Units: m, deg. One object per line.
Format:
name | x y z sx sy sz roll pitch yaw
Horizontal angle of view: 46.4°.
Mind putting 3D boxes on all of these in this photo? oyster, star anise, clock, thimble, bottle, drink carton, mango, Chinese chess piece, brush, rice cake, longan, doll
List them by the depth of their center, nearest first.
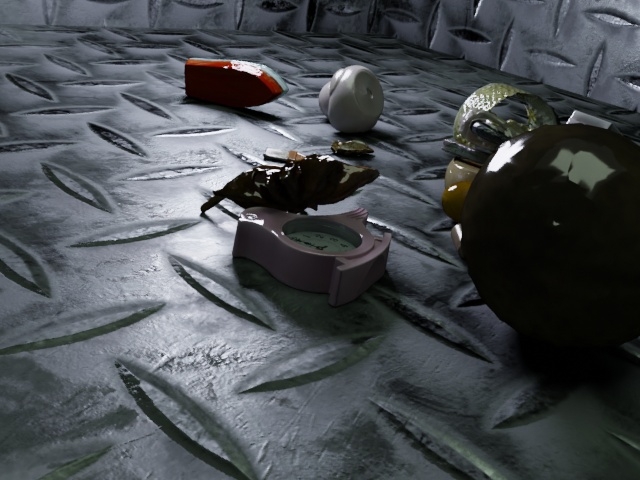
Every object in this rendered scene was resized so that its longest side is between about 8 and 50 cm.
longan | 0.428 -0.009 1.258 0.391 0.391 0.391 9 24 -4
clock | 0.000 0.000 1.438 0.275 0.080 0.290 22 25 24
star anise | -0.064 -0.111 1.513 0.292 0.109 0.349 11 -22 -39
bottle | 0.308 0.003 1.605 0.045 0.045 0.096 9 26 -3
mango | 0.394 -0.070 1.749 0.227 0.099 0.136 21 23 0
rice cake | 0.391 -0.217 1.901 0.047 0.036 0.206 -2 22 -37
Chinese chess piece | 0.443 -0.142 1.919 0.249 0.103 0.250 9 21 -3
brush | 0.005 -0.209 1.993 0.314 0.017 0.090 11 23 -1
thimble | 0.521 -0.299 2.107 0.271 0.271 0.150 2 23 -20
oyster | 0.093 -0.257 2.123 0.132 0.029 0.086 11 29 -7
drink carton | 0.829 -0.257 2.185 0.315 0.106 0.130 25 6 -46
doll | 0.078 -0.440 2.373 0.221 0.221 0.251 13 51 7

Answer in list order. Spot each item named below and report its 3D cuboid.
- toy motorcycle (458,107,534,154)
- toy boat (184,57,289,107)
toy motorcycle | 0.459 -0.264 1.905 0.340 0.108 0.223 11 20 -43
toy boat | -0.264 -0.505 2.380 0.332 0.145 0.133 12 31 13
